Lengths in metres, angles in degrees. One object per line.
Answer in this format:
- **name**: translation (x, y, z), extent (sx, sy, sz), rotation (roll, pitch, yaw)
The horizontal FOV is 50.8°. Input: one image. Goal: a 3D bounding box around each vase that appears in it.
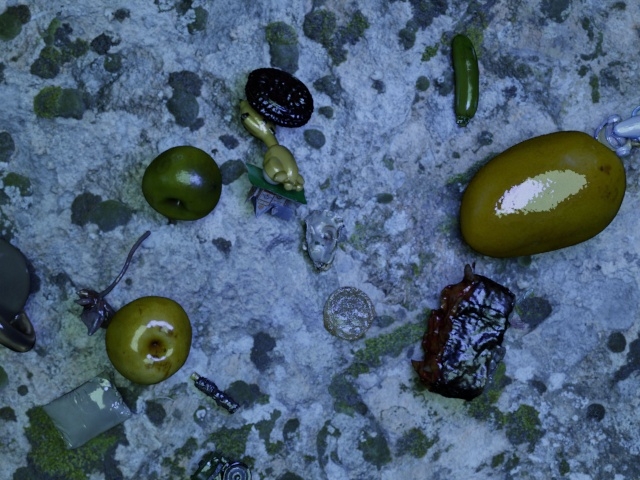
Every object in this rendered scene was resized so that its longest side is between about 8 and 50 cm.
- **vase**: translation (-0.762, 0.125, 1.500), extent (0.329, 0.302, 0.241), rotation (45, 80, -2)

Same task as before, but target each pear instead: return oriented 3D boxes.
- **pear**: translation (-0.403, 0.231, 1.589), extent (0.208, 0.209, 0.209), rotation (1, 85, -7)

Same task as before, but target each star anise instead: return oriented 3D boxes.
- **star anise**: translation (-0.479, 0.109, 1.638), extent (0.227, 0.218, 0.148), rotation (-36, 132, 5)

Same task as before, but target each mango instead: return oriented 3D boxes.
- **mango**: translation (0.562, -0.109, 1.729), extent (0.445, 0.232, 0.300), rotation (-25, 93, -1)

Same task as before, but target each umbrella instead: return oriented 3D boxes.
- **umbrella**: translation (-0.264, 0.378, 1.673), extent (0.144, 0.040, 0.037), rotation (38, 90, -1)

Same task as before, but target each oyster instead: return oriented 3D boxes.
- **oyster**: translation (-0.002, -0.001, 1.733), extent (0.108, 0.053, 0.166), rotation (16, 76, -24)

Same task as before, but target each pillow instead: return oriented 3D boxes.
- **pillow**: translation (-0.560, 0.408, 1.613), extent (0.181, 0.078, 0.134), rotation (-28, 89, -8)

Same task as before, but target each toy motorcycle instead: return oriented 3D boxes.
- **toy motorcycle**: translation (-0.255, 0.652, 1.606), extent (0.205, 0.127, 0.275), rotation (42, 78, -5)

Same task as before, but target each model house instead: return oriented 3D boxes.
- **model house**: translation (-0.129, -0.111, 1.709), extent (0.166, 0.117, 0.088), rotation (18, 119, -26)

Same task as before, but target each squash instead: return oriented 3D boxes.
- **squash**: translation (0.393, -0.433, 1.813), extent (0.069, 0.069, 0.258), rotation (-2, 85, -7)

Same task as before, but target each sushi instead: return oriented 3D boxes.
- **sushi**: translation (0.368, 0.230, 1.688), extent (0.181, 0.196, 0.344), rotation (20, 83, -10)

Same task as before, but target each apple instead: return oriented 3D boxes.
- **apple**: translation (-0.332, -0.141, 1.638), extent (0.196, 0.196, 0.157), rotation (13, 64, -6)

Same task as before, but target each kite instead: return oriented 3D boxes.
- **kite**: translation (0.517, 0.178, 1.804), extent (0.152, 0.005, 0.137), rotation (-27, 87, -8)

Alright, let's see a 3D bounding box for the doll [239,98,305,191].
- **doll**: translation (-0.125, -0.239, 1.692), extent (0.117, 0.086, 0.291), rotation (-3, 59, -47)

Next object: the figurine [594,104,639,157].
- **figurine**: translation (0.851, -0.291, 1.829), extent (0.208, 0.183, 0.129), rotation (0, 75, -44)

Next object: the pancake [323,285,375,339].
- **pancake**: translation (0.075, 0.188, 1.739), extent (0.139, 0.022, 0.140), rotation (1, 84, -7)

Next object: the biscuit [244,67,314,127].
- **biscuit**: translation (-0.101, -0.364, 1.707), extent (0.194, 0.053, 0.195), rotation (19, 44, -19)
